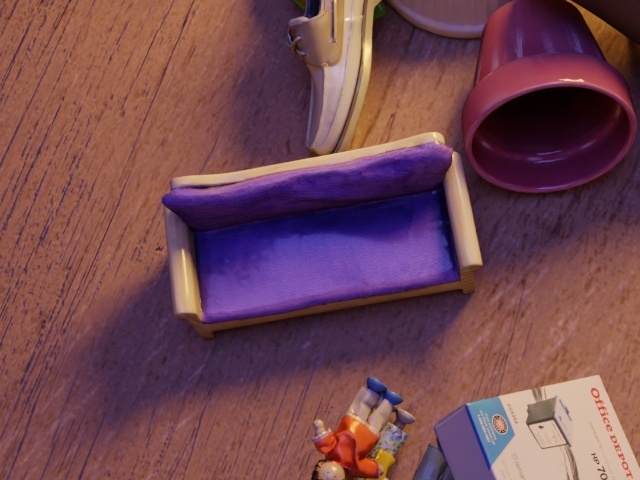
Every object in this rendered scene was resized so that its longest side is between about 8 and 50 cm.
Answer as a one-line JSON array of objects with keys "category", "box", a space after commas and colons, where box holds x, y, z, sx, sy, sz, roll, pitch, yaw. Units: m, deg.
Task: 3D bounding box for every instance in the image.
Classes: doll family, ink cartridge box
[{"category": "doll family", "box": [0.092, 0.287, 1.415, 0.263, 0.118, 0.163, 33, 72, -1]}, {"category": "ink cartridge box", "box": [0.239, 0.236, 1.362, 0.191, 0.082, 0.139, -8, 66, -29]}]

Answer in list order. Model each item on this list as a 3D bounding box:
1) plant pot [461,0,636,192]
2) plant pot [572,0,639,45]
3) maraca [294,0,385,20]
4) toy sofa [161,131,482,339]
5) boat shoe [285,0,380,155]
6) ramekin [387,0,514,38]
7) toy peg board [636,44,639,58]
[{"category": "plant pot", "box": [0.266, -0.187, 1.505, 0.201, 0.201, 0.180, -6, 55, 7]}, {"category": "plant pot", "box": [0.398, -0.321, 1.419, 0.229, 0.263, 0.263, 45, 82, -4]}, {"category": "maraca", "box": [0.014, -0.346, 1.643, 0.127, 0.099, 0.185, -18, 94, 13]}, {"category": "toy sofa", "box": [0.000, 0.000, 1.480, 0.363, 0.177, 0.150, -10, 69, 4]}, {"category": "boat shoe", "box": [0.008, -0.255, 1.563, 0.103, 0.113, 0.302, 9, 92, -17]}, {"category": "ramekin", "box": [0.196, -0.409, 1.617, 0.273, 0.127, 0.273, -3, 70, 8]}, {"category": "toy peg board", "box": [0.475, -0.283, 1.556, 0.161, 0.079, 0.161, -11, 70, 5]}]
